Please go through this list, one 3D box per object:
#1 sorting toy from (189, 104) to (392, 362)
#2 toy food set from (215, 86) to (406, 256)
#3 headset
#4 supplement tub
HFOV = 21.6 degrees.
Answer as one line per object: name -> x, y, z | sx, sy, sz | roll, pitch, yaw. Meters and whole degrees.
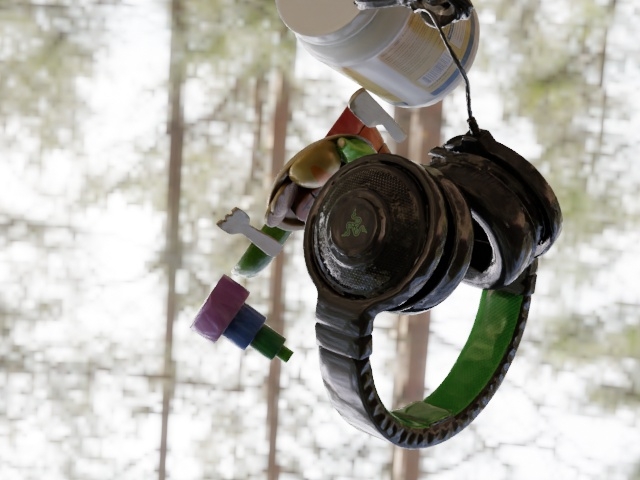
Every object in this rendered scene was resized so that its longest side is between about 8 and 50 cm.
sorting toy -> 0.000, 0.000, 1.780 | 0.126, 0.127, 0.365 | 35, -131, -2
toy food set -> 0.003, -0.051, 1.626 | 0.038, 0.192, 0.132 | 52, -171, 31
headset -> 0.077, -0.024, 1.415 | 0.185, 0.394, 0.243 | 19, -157, 38
supplement tub -> 0.059, -0.231, 1.719 | 0.144, 0.144, 0.200 | 12, 172, 36
